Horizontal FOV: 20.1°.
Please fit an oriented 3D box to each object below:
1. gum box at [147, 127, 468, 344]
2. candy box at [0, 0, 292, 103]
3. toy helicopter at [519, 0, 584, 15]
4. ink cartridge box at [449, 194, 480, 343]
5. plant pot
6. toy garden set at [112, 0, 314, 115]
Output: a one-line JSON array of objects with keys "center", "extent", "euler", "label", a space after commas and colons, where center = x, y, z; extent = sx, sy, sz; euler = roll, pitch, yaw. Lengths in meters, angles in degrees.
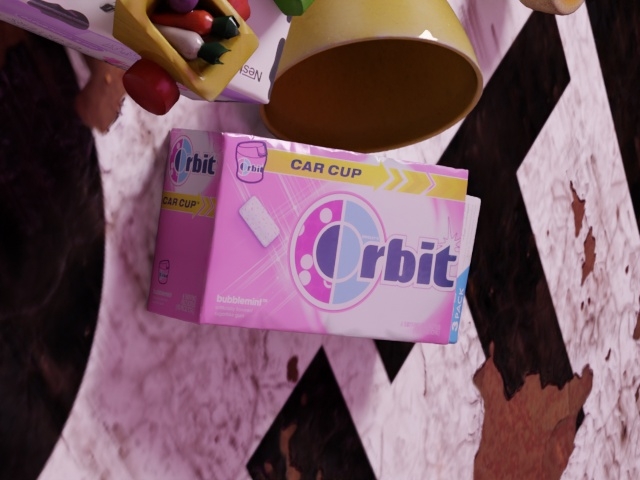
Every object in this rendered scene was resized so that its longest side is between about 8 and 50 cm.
[{"center": [0.000, 0.000, 1.055], "extent": [0.188, 0.062, 0.107], "euler": [7, 91, -35], "label": "gum box"}, {"center": [-0.079, -0.184, 0.887], "extent": [0.165, 0.070, 0.196], "euler": [20, 83, -40], "label": "candy box"}, {"center": [0.163, -0.327, 1.245], "extent": [0.235, 0.140, 0.355], "euler": [-30, 126, -51], "label": "toy helicopter"}, {"center": [0.032, 0.009, 1.176], "extent": [0.181, 0.061, 0.104], "euler": [10, 89, -58], "label": "ink cartridge box"}, {"center": [0.025, -0.126, 1.088], "extent": [0.134, 0.134, 0.095], "euler": [37, 40, -55], "label": "plant pot"}, {"center": [-0.060, -0.199, 0.821], "extent": [0.204, 0.049, 0.244], "euler": [-52, 124, -24], "label": "toy garden set"}]
